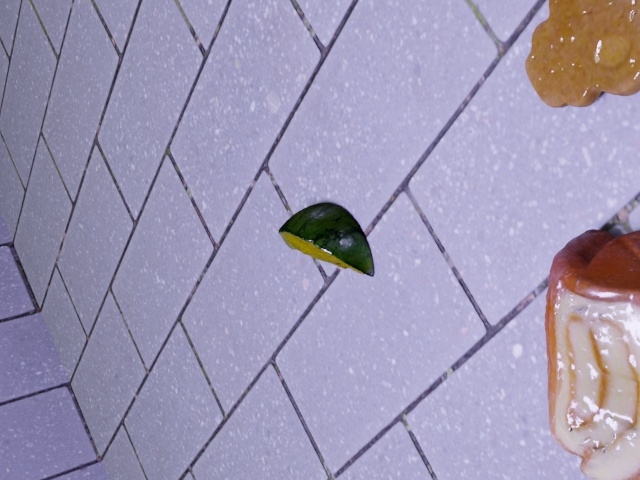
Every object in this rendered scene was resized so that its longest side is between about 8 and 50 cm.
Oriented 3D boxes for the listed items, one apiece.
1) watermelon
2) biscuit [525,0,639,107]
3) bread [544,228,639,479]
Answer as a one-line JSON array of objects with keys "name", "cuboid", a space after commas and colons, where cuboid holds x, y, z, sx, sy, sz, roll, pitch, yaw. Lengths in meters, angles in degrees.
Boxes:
[{"name": "watermelon", "cuboid": [-0.008, 0.000, 1.372, 0.181, 0.075, 0.092, 23, 124, 49]}, {"name": "biscuit", "cuboid": [0.275, -0.213, 0.908, 0.236, 0.040, 0.144, -53, 51, 52]}, {"name": "bread", "cuboid": [0.298, 0.123, 0.920, 0.190, 0.123, 0.244, 10, 111, 53]}]
